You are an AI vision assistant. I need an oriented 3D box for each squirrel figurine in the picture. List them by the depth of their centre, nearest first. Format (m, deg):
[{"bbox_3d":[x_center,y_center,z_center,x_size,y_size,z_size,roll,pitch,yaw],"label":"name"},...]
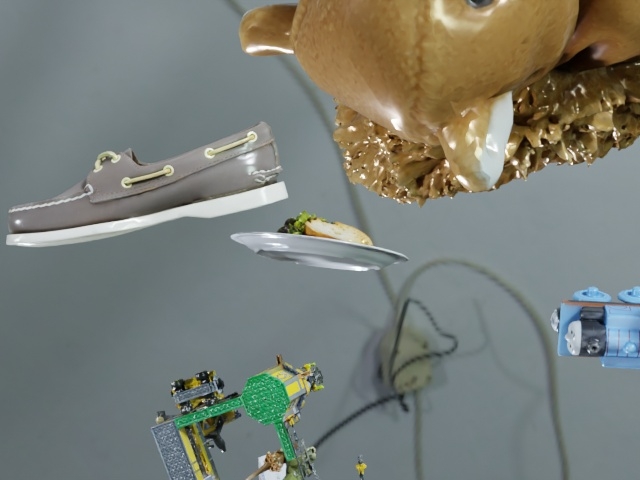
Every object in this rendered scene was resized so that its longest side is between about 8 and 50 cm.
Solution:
[{"bbox_3d":[0.134,-0.149,0.848,0.281,0.370,0.397,34,145,19],"label":"squirrel figurine"}]

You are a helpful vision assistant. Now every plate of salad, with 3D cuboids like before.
[{"bbox_3d":[0.000,0.000,1.475,0.200,0.200,0.048,5,84,12],"label":"plate of salad"}]

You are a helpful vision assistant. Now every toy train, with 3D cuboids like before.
[{"bbox_3d":[0.344,0.099,1.434,0.184,0.105,0.080,3,107,4],"label":"toy train"}]

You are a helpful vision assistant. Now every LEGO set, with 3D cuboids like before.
[{"bbox_3d":[-0.056,0.298,1.657,0.255,0.192,0.331,-29,86,21],"label":"LEGO set"}]

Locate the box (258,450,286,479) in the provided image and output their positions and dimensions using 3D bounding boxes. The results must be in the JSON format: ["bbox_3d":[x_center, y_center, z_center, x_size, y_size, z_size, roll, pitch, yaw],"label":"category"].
[{"bbox_3d":[-0.050,0.408,1.936,0.038,0.145,0.186,-17,152,-13],"label":"box"}]

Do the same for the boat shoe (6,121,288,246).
[{"bbox_3d":[-0.204,-0.060,1.520,0.324,0.116,0.096,-11,94,-1],"label":"boat shoe"}]
